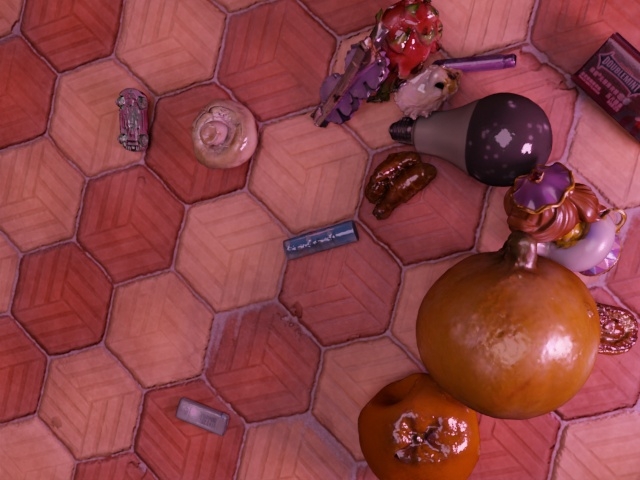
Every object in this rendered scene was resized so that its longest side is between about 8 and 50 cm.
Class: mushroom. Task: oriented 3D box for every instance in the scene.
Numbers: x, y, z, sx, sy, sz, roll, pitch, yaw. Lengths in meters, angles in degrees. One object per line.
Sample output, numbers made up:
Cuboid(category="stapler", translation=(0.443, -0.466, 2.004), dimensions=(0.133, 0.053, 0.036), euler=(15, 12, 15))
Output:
Cuboid(category="mushroom", translation=(-0.210, -0.227, 1.521), dimensions=(0.154, 0.122, 0.154), euler=(0, 90, 20))

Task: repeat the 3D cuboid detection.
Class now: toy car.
Cuboid(category="toy car", translation=(-0.416, -0.271, 1.599), dimensions=(0.069, 0.055, 0.142), euler=(6, 103, 21))

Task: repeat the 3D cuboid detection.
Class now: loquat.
Cuboid(category="loquat", translation=(0.344, 0.145, 1.290), dimensions=(0.329, 0.328, 0.359), euler=(10, 119, 12))

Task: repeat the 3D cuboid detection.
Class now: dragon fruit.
Cuboid(category="dragon fruit", translation=(0.150, -0.385, 1.438), dimensions=(0.137, 0.135, 0.236), euler=(50, 123, 16))

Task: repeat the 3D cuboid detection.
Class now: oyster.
Cuboid(category="oyster", translation=(0.210, -0.298, 1.408), dimensions=(0.122, 0.045, 0.146), euler=(17, 74, 5))

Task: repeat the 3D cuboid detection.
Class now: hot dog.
Cuboid(category="hot dog", translation=(0.544, 0.171, 1.389), dimensions=(0.147, 0.065, 0.099), euler=(14, 88, 14))

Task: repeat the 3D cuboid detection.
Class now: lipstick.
Cuboid(category="lipstick", translation=(0.000, 0.000, 1.515), dimensions=(0.158, 0.048, 0.048), euler=(-16, 88, 13))

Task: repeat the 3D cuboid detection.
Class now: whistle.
Cuboid(category="whistle", translation=(0.308, -0.358, 1.446), dimensions=(0.177, 0.033, 0.033), euler=(-2, 91, 12))

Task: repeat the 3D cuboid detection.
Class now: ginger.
Cuboid(category="ginger", translation=(0.152, -0.122, 1.465), dimensions=(0.162, 0.073, 0.103), euler=(-41, 82, 11))

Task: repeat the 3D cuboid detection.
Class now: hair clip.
Cuboid(category="hair clip", translation=(0.059, -0.317, 1.426), dimensions=(0.106, 0.085, 0.292), euler=(50, 143, 6))

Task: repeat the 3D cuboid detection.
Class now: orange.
Cuboid(category="orange", translation=(0.199, 0.390, 1.409), dimensions=(0.249, 0.183, 0.248), euler=(0, 90, 14))

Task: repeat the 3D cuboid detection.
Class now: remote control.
Cuboid(category="remote control", translation=(-0.266, 0.395, 1.597), dimensions=(0.125, 0.018, 0.053), euler=(17, 96, 12))

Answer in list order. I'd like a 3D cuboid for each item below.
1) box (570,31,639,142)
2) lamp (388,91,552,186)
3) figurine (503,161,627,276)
Cuboid(category="box", translation=(0.598, -0.277, 1.350), dimensions=(0.224, 0.069, 0.120), euler=(48, 124, 9))
Cuboid(category="lamp", translation=(0.304, -0.205, 1.410), dimensions=(0.314, 0.182, 0.181), euler=(16, 95, 45))
Cuboid(category="figurine", translation=(0.445, -0.039, 1.315), dimensions=(0.263, 0.142, 0.190), euler=(35, 125, -29))
